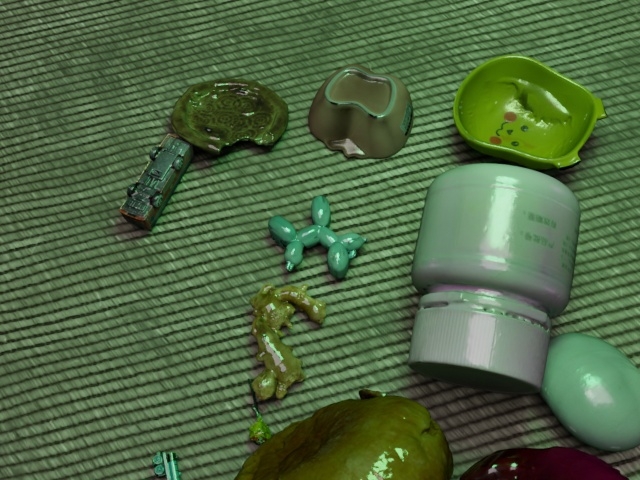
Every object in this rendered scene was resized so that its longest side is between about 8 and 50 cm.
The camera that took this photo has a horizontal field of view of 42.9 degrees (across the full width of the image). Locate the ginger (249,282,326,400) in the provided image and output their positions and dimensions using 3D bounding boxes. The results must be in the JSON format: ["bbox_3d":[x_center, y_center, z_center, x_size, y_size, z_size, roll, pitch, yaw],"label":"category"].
[{"bbox_3d":[-0.071,0.164,1.400,0.193,0.052,0.176,-35,67,-21],"label":"ginger"}]

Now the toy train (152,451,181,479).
[{"bbox_3d":[-0.245,0.383,1.315,0.045,0.029,0.092,-12,62,-10],"label":"toy train"}]

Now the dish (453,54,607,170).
[{"bbox_3d":[0.379,-0.216,1.522,0.262,0.108,0.221,27,69,17],"label":"dish"}]

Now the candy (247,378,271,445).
[{"bbox_3d":[-0.108,0.282,1.355,0.035,0.035,0.123,-38,50,29],"label":"candy"}]

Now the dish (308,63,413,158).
[{"bbox_3d":[0.081,-0.263,1.574,0.213,0.090,0.213,-1,64,3],"label":"dish"}]

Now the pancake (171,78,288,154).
[{"bbox_3d":[-0.178,-0.247,1.597,0.235,0.029,0.212,-20,56,-22],"label":"pancake"}]

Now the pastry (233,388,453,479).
[{"bbox_3d":[0.021,0.344,1.156,0.356,0.356,0.164,-27,97,-9],"label":"pastry"}]

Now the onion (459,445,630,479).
[{"bbox_3d":[0.337,0.493,1.097,0.420,0.398,0.398,24,59,-32],"label":"onion"}]

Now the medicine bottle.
[{"bbox_3d":[0.272,0.066,1.311,0.256,0.256,0.325,10,75,9],"label":"medicine bottle"}]

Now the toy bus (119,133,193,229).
[{"bbox_3d":[-0.304,-0.109,1.533,0.065,0.077,0.192,20,65,11],"label":"toy bus"}]

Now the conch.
[{"bbox_3d":[0.442,0.229,1.308,0.185,0.121,0.221,-24,55,-41],"label":"conch"}]

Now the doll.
[{"bbox_3d":[0.000,0.000,1.469,0.159,0.059,0.159,-19,62,-7],"label":"doll"}]
